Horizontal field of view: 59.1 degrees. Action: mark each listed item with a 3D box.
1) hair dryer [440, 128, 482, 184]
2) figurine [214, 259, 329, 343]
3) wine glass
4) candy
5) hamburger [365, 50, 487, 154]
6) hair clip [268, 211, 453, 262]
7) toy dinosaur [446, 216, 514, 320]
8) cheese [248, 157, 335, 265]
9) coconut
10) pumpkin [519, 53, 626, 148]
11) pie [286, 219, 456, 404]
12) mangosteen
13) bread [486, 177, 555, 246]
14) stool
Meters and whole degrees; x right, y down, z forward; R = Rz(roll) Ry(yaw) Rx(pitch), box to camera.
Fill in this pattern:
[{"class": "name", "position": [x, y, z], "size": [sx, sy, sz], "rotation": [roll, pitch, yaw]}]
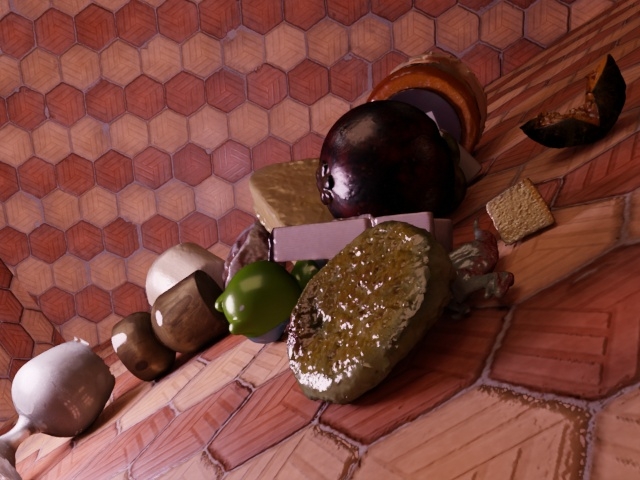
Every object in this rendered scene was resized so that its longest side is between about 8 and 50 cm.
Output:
[{"class": "hair dryer", "position": [0.253, -0.143, 1.332], "size": [0.236, 0.131, 0.073], "rotation": [-45, 1, 45]}, {"class": "figurine", "position": [-0.071, 0.099, 1.108], "size": [0.263, 0.143, 0.162], "rotation": [-24, 42, -18]}, {"class": "wine glass", "position": [-0.678, 0.408, 1.381], "size": [0.238, 0.238, 0.323], "rotation": [-27, 17, 42]}, {"class": "candy", "position": [-0.168, 0.063, 1.503], "size": [0.289, 0.157, 0.215], "rotation": [-80, 14, -76]}, {"class": "hamburger", "position": [0.280, -0.327, 1.519], "size": [0.329, 0.330, 0.250], "rotation": [-28, 16, 36]}, {"class": "hair clip", "position": [0.062, 0.001, 0.981], "size": [0.330, 0.085, 0.101], "rotation": [-1, -8, 37]}, {"class": "toy dinosaur", "position": [0.210, 0.021, 0.758], "size": [0.167, 0.053, 0.242], "rotation": [-24, 13, 46]}, {"class": "cheese", "position": [-0.020, -0.094, 1.372], "size": [0.383, 0.104, 0.384], "rotation": [-6, 43, 5]}, {"class": "coconut", "position": [-0.371, 0.143, 1.673], "size": [0.237, 0.265, 0.238], "rotation": [-48, -26, -33]}, {"class": "pumpkin", "position": [0.455, -0.222, 0.988], "size": [0.183, 0.108, 0.119], "rotation": [-39, -1, 23]}, {"class": "pie", "position": [0.061, 0.089, 0.728], "size": [0.277, 0.078, 0.277], "rotation": [-39, 28, 25]}, {"class": "mangosteen", "position": [0.141, -0.133, 1.132], "size": [0.311, 0.311, 0.311], "rotation": [-33, 9, 6]}, {"class": "bread", "position": [0.296, -0.029, 0.825], "size": [0.084, 0.080, 0.109], "rotation": [-31, -26, 22]}, {"class": "stool", "position": [-0.372, 0.218, 1.451], "size": [0.264, 0.179, 0.179], "rotation": [-33, 9, 6]}]
